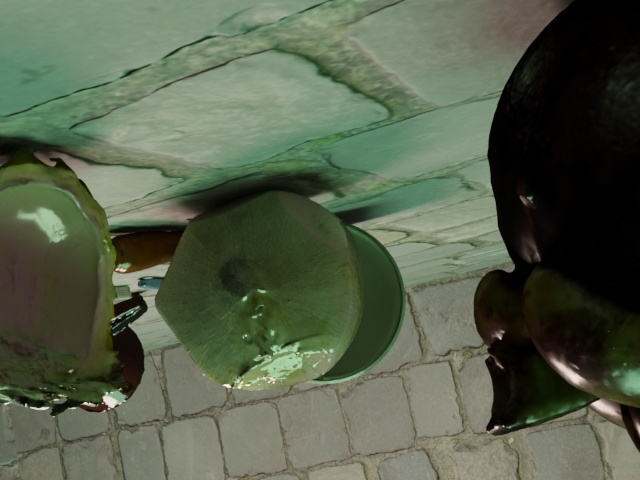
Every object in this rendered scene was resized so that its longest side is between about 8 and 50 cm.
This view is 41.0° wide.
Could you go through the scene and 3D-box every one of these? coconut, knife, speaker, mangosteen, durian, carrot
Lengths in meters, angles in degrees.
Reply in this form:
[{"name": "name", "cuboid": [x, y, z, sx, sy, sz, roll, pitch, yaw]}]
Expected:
[{"name": "coconut", "cuboid": [-0.064, 0.056, 0.935, 0.227, 0.227, 0.230, -14, 173, 11]}, {"name": "knife", "cuboid": [-0.251, 0.081, 1.520, 0.045, 0.019, 0.313, -7, 174, 15]}, {"name": "speaker", "cuboid": [-0.436, 0.212, 1.604, 0.259, 0.198, 0.329, 0, 165, 6]}, {"name": "mangosteen", "cuboid": [0.233, -0.004, 0.540, 0.346, 0.307, 0.307, -57, 165, 4]}, {"name": "durian", "cuboid": [-0.287, 0.018, 0.604, 0.196, 0.185, 0.305, 4, 173, 29]}, {"name": "carrot", "cuboid": [-0.175, 0.006, 1.037, 0.048, 0.048, 0.216, -19, 175, 37]}]

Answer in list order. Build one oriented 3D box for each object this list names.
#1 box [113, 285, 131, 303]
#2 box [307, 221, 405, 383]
[{"name": "box", "cuboid": [-0.361, 0.094, 1.409, 0.054, 0.024, 0.083, -17, 171, 38]}, {"name": "box", "cuboid": [0.008, 0.090, 1.223, 0.226, 0.226, 0.149, -13, 172, 2]}]
